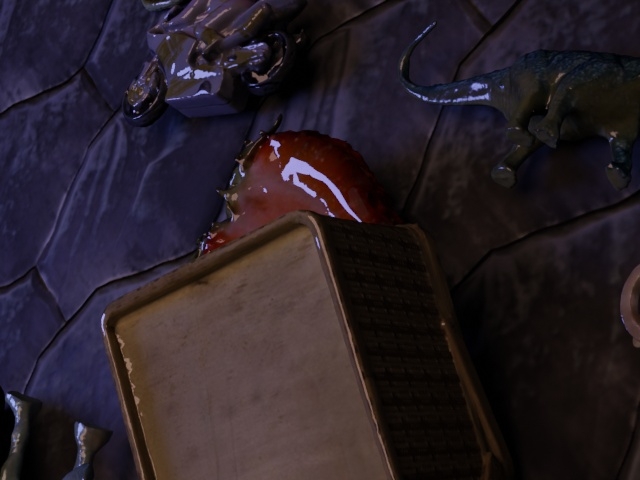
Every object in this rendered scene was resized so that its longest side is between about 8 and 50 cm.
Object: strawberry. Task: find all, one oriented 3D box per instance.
[{"bbox_3d":[0.009,-0.013,1.414,0.228,0.098,0.174,4,72,39],"label":"strawberry"}]

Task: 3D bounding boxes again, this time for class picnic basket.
[{"bbox_3d":[0.000,0.160,1.241,0.228,0.175,0.313,-26,72,30],"label":"picnic basket"}]

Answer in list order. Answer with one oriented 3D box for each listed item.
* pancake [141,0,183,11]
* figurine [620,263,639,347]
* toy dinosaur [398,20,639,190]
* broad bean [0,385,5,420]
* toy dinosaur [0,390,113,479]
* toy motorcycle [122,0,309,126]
[{"bbox_3d":[-0.153,-0.286,1.756,0.108,0.017,0.108,-23,51,31],"label":"pancake"},{"bbox_3d":[0.263,0.059,1.108,0.132,0.153,0.132,-20,57,33],"label":"figurine"},{"bbox_3d":[0.192,-0.112,1.322,0.363,0.076,0.147,-1,48,40],"label":"toy dinosaur"},{"bbox_3d":[-0.349,0.207,1.573,0.072,0.206,0.153,25,94,9],"label":"broad bean"},{"bbox_3d":[-0.248,0.236,1.473,0.393,0.092,0.206,-17,54,58],"label":"toy dinosaur"},{"bbox_3d":[-0.103,-0.192,1.623,0.225,0.073,0.152,-11,59,38],"label":"toy motorcycle"}]
